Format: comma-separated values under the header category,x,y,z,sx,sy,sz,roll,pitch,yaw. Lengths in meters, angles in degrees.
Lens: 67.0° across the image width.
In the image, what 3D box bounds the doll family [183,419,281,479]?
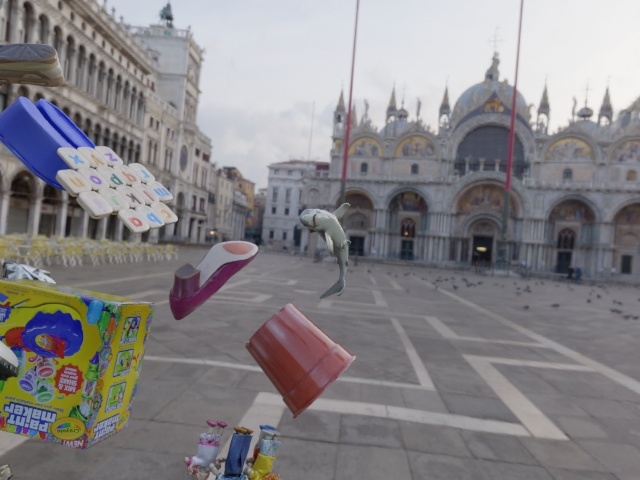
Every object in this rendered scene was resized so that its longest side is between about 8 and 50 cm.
category,x,y,z,sx,sy,sz,roll,pitch,yaw
doll family,-0.176,0.514,1.103,0.118,0.163,0.263,1,-19,44

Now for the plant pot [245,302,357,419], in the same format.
category,x,y,z,sx,sy,sz,roll,pitch,yaw
plant pot,-0.074,0.356,1.506,0.265,0.272,0.272,46,8,10

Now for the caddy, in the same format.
category,x,y,z,sx,sy,sz,roll,pitch,yaw
caddy,-0.922,-0.316,1.624,0.341,0.179,0.241,48,9,-8

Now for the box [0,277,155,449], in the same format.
category,x,y,z,sx,sy,sz,roll,pitch,yaw
box,-0.542,0.241,1.007,0.289,0.279,0.177,9,-6,6

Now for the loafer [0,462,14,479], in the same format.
category,x,y,z,sx,sy,sz,roll,pitch,yaw
loafer,-0.467,0.378,0.655,0.050,0.056,0.148,38,35,-13

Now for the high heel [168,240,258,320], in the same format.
category,x,y,z,sx,sy,sz,roll,pitch,yaw
high heel,-0.360,0.125,1.651,0.127,0.181,0.377,32,33,27

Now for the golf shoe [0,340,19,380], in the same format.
category,x,y,z,sx,sy,sz,roll,pitch,yaw
golf shoe,-0.560,0.115,0.735,0.105,0.120,0.273,-18,-51,19

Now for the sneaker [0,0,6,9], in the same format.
category,x,y,z,sx,sy,sz,roll,pitch,yaw
sneaker,-0.769,-0.607,1.146,0.091,0.258,0.094,24,-2,39

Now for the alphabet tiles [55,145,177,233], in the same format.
category,x,y,z,sx,sy,sz,roll,pitch,yaw
alphabet tiles,-0.487,-0.126,1.171,0.278,0.021,0.284,44,21,5

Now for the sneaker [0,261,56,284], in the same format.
category,x,y,z,sx,sy,sz,roll,pitch,yaw
sneaker,-0.767,0.164,1.299,0.146,0.122,0.330,9,26,-38

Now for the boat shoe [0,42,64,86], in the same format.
category,x,y,z,sx,sy,sz,roll,pitch,yaw
boat shoe,-0.894,-0.476,1.328,0.341,0.122,0.110,4,-38,-5

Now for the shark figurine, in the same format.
category,x,y,z,sx,sy,sz,roll,pitch,yaw
shark figurine,0.017,0.010,1.277,0.116,0.278,0.166,6,38,39
